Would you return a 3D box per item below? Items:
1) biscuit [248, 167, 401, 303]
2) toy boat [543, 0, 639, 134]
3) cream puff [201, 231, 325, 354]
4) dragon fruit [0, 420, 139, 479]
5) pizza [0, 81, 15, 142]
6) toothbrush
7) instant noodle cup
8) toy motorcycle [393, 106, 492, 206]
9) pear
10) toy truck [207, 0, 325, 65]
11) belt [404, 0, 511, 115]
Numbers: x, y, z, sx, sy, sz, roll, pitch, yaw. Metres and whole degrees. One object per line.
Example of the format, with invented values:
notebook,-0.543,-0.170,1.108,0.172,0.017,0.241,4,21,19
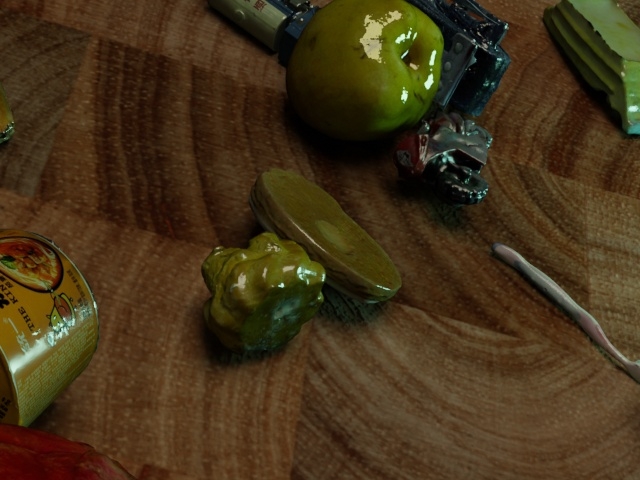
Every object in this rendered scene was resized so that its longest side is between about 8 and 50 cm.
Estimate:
biscuit,0.000,0.000,1.897,0.208,0.049,0.181,46,19,16
toy boat,0.416,-0.265,2.392,0.111,0.084,0.276,1,43,-27
cream puff,-0.070,0.046,1.782,0.146,0.146,0.116,-12,49,-34
dragon fruit,-0.239,0.282,1.337,0.343,0.277,0.277,28,40,5
pizza,-0.443,-0.141,1.881,0.147,0.069,0.226,50,47,0
toothbrush,0.304,0.088,1.993,0.269,0.021,0.027,42,31,22
instant noodle cup,-0.320,0.093,1.569,0.216,0.215,0.172,33,34,13
toy motorcycle,0.153,-0.109,2.104,0.122,0.082,0.213,25,27,-4
pear,0.054,-0.214,2.090,0.200,0.200,0.200,13,41,-11
toy truck,-0.065,-0.302,2.221,0.202,0.074,0.088,38,47,18
belt,0.162,-0.266,2.213,0.122,0.128,0.218,10,24,-45
